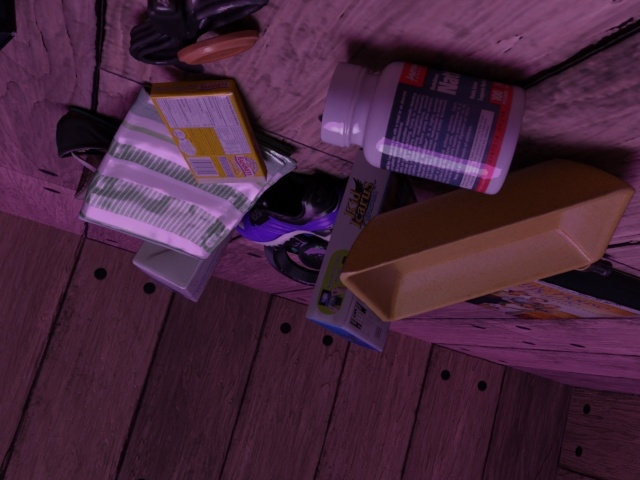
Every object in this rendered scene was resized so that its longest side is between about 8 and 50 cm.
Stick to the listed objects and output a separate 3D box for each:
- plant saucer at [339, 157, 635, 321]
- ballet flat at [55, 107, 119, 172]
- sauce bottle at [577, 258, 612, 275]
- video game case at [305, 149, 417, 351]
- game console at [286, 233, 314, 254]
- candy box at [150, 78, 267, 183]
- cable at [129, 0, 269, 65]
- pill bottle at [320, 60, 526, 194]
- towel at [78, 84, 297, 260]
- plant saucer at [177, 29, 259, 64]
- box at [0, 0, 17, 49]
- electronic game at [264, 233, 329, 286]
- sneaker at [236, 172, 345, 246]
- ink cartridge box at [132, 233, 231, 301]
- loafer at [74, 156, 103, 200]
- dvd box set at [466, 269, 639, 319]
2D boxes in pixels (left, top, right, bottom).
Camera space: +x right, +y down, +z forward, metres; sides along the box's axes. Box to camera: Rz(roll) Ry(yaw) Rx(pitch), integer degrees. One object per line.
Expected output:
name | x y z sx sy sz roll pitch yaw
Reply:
plant saucer | 0.207 0.002 0.922 0.333 0.081 0.333 -17 160 10
ballet flat | -0.299 -0.130 1.166 0.281 0.096 0.095 17 170 -8
sauce bottle | 0.412 0.026 1.127 0.128 0.042 0.042 17 169 -19
video game case | 0.075 0.027 1.054 0.061 0.244 0.269 15 169 19
game console | 0.000 0.000 1.463 0.122 0.071 0.107 17 169 -12
candy box | -0.142 -0.138 0.936 0.105 0.027 0.206 -3 153 7
cable | -0.127 -0.224 0.661 0.140 0.072 0.287 -3 -175 -10
pill bottle | 0.097 -0.115 0.685 0.180 0.107 0.108 14 169 6
towel | -0.217 -0.084 1.092 0.248 0.038 0.325 21 141 -25
plant saucer | -0.101 -0.191 0.701 0.084 0.013 0.083 -15 -171 2
box | -0.417 -0.236 0.704 0.180 0.077 0.147 -4 -178 -37
electronic game | -0.002 0.023 1.442 0.229 0.048 0.229 4 140 3
sneaker | -0.074 -0.065 1.209 0.293 0.102 0.146 -4 154 46
ink cartridge box | -0.271 0.008 1.483 0.119 0.207 0.353 27 169 -1
loafer | -0.441 -0.117 1.436 0.092 0.101 0.268 17 178 -16
dvd box set | 0.392 0.087 1.391 0.308 0.062 0.420 17 169 -12
